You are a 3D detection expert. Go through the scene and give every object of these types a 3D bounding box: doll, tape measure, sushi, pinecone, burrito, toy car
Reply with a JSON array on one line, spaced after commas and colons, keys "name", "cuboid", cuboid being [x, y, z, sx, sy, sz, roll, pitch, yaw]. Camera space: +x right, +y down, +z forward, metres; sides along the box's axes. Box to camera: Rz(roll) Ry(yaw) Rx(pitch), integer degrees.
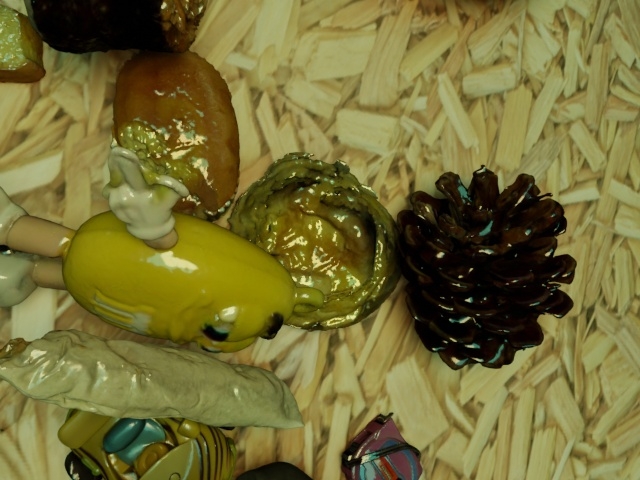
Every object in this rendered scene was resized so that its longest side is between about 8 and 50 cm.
[{"name": "doll", "cuboid": [-0.238, 0.023, 0.566, 0.422, 0.348, 0.161, -4, 56, 19]}, {"name": "tape measure", "cuboid": [0.100, 0.357, 0.739, 0.125, 0.074, 0.118, -33, 89, -20]}, {"name": "sushi", "cuboid": [-0.245, -0.357, 0.570, 0.207, 0.349, 0.235, -4, 127, -12]}, {"name": "pinecone", "cuboid": [0.255, 0.027, 0.716, 0.298, 0.242, 0.296, -48, 127, -37]}, {"name": "burrito", "cuboid": [-0.182, 0.175, 0.574, 0.392, 0.117, 0.076, 26, 91, -38]}, {"name": "toy car", "cuboid": [-0.226, 0.279, 0.621, 0.248, 0.142, 0.200, 44, 76, -7]}]

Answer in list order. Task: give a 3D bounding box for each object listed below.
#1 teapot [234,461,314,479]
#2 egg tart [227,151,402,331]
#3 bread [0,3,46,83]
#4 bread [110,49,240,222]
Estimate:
[{"name": "teapot", "cuboid": [0.030, 0.460, 0.611, 0.343, 0.300, 0.253, 29, 43, -17]}, {"name": "egg tart", "cuboid": [0.000, 0.000, 0.721, 0.296, 0.132, 0.298, 1, 84, -9]}, {"name": "bread", "cuboid": [-0.489, -0.279, 0.645, 0.187, 0.065, 0.103, 8, 89, -13]}, {"name": "bread", "cuboid": [-0.205, -0.143, 0.672, 0.178, 0.133, 0.250, -4, 87, -19]}]
